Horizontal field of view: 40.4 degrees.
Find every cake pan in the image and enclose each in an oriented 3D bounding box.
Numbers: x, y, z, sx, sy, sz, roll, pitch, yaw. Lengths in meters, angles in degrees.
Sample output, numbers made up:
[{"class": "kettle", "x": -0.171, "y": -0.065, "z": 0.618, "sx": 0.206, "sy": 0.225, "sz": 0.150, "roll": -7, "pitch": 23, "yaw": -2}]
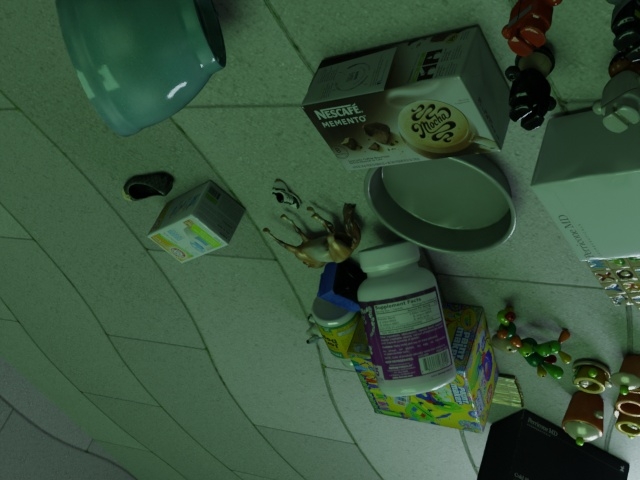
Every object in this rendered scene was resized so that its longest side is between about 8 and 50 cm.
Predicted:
[{"class": "cake pan", "x": 0.227, "y": -0.083, "z": 1.634, "sx": 0.293, "sy": 0.054, "sz": 0.293, "roll": 16, "pitch": 147, "yaw": 11}]

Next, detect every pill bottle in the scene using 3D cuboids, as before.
[{"class": "pill bottle", "x": 0.170, "y": 0.155, "z": 1.797, "sx": 0.169, "sy": 0.169, "sz": 0.302, "roll": -11, "pitch": 92, "yaw": 42}, {"class": "pill bottle", "x": 0.062, "y": 0.217, "z": 2.105, "sx": 0.117, "sy": 0.118, "sz": 0.208, "roll": 4, "pitch": 140, "yaw": 27}]

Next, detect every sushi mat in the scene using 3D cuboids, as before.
[{"class": "sushi mat", "x": 0.363, "y": 0.373, "z": 2.246, "sx": 0.316, "sy": 0.019, "sz": 0.151, "roll": 4, "pitch": 142, "yaw": 28}]

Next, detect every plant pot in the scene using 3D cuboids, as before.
[{"class": "plant pot", "x": -0.270, "y": -0.335, "z": 1.409, "sx": 0.196, "sy": 0.293, "sz": 0.293, "roll": -15, "pitch": 138, "yaw": 8}]

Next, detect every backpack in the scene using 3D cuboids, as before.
[{"class": "backpack", "x": 0.060, "y": 0.107, "z": 1.981, "sx": 0.120, "sy": 0.098, "sz": 0.101, "roll": 24, "pitch": 155, "yaw": -24}]

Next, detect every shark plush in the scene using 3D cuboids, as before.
[{"class": "shark plush", "x": 0.033, "y": 0.222, "z": 2.233, "sx": 0.161, "sy": 0.073, "sz": 0.067, "roll": -19, "pitch": 152, "yaw": 21}]

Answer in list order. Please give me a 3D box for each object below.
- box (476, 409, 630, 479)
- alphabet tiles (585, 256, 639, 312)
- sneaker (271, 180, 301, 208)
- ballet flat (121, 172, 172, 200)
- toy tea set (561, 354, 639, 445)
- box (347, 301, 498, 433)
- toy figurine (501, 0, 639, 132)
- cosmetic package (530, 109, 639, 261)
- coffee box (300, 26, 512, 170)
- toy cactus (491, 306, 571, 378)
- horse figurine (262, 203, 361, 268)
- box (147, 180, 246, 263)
[{"class": "box", "x": 0.591, "y": 0.668, "z": 2.257, "sx": 0.343, "sy": 0.313, "sz": 0.179, "roll": 29, "pitch": 148, "yaw": -8}, {"class": "alphabet tiles", "x": 0.646, "y": 0.095, "z": 1.671, "sx": 0.198, "sy": 0.009, "sz": 0.237, "roll": -9, "pitch": 135, "yaw": 40}, {"class": "sneaker", "x": -0.075, "y": -0.088, "z": 1.834, "sx": 0.032, "sy": 0.037, "sz": 0.083, "roll": -14, "pitch": 134, "yaw": 42}, {"class": "ballet flat", "x": -0.403, "y": -0.117, "z": 1.988, "sx": 0.173, "sy": 0.049, "sz": 0.057, "roll": -11, "pitch": 133, "yaw": 42}, {"class": "toy tea set", "x": 0.652, "y": 0.379, "z": 1.970, "sx": 0.200, "sy": 0.124, "sz": 0.336, "roll": 9, "pitch": 145, "yaw": 22}, {"class": "box", "x": 0.249, "y": 0.291, "z": 2.050, "sx": 0.279, "sy": 0.177, "sz": 0.290, "roll": 7, "pitch": 144, "yaw": 25}, {"class": "toy figurine", "x": 0.361, "y": -0.266, "z": 1.210, "sx": 0.209, "sy": 0.148, "sz": 0.213, "roll": 4, "pitch": 141, "yaw": 18}, {"class": "cosmetic package", "x": 0.543, "y": -0.099, "z": 1.315, "sx": 0.385, "sy": 0.156, "sz": 0.217, "roll": -11, "pitch": 136, "yaw": 40}, {"class": "coffee box", "x": 0.141, "y": -0.224, "z": 1.422, "sx": 0.297, "sy": 0.119, "sz": 0.168, "roll": -4, "pitch": 140, "yaw": 36}, {"class": "toy cactus", "x": 0.445, "y": 0.219, "z": 1.918, "sx": 0.219, "sy": 0.112, "sz": 0.180, "roll": 34, "pitch": 165, "yaw": -21}, {"class": "horse figurine", "x": 0.000, "y": 0.000, "z": 1.888, "sx": 0.263, "sy": 0.066, "sz": 0.174, "roll": -16, "pitch": 130, "yaw": 46}, {"class": "box", "x": -0.283, "y": -0.038, "z": 1.976, "sx": 0.114, "sy": 0.103, "sz": 0.203, "roll": 41, "pitch": 144, "yaw": -25}]
